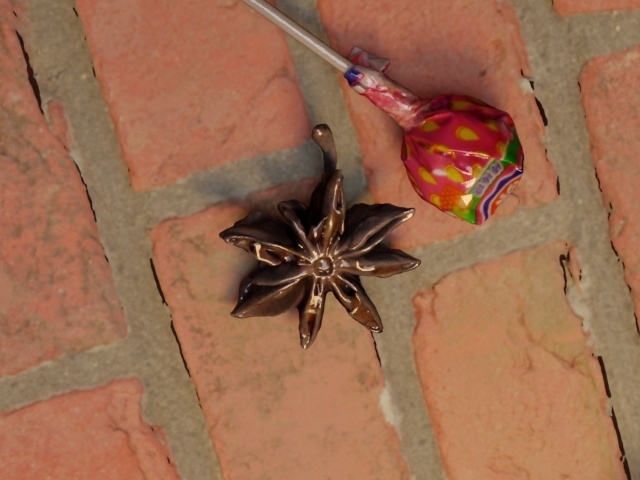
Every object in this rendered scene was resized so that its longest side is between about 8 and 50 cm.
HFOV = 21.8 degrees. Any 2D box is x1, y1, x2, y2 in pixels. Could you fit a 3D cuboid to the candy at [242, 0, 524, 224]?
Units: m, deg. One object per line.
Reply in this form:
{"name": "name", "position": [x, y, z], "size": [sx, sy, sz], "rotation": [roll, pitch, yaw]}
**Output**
{"name": "candy", "position": [0.045, -0.154, 1.652], "size": [0.365, 0.124, 0.124], "rotation": [35, 97, -5]}

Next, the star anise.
{"name": "star anise", "position": [0.000, -0.001, 1.684], "size": [0.209, 0.089, 0.231], "rotation": [20, 106, -22]}
